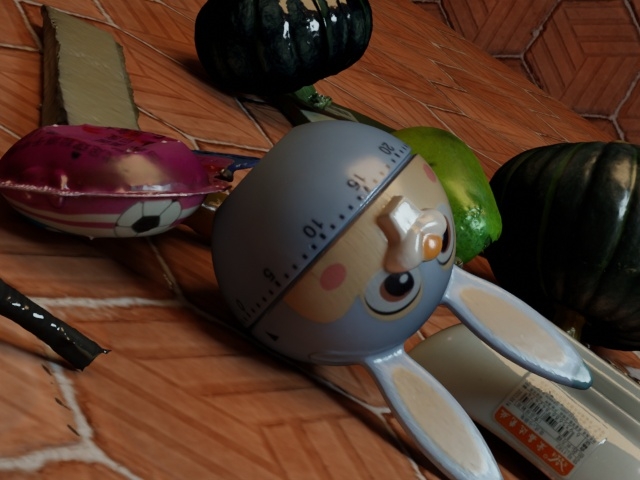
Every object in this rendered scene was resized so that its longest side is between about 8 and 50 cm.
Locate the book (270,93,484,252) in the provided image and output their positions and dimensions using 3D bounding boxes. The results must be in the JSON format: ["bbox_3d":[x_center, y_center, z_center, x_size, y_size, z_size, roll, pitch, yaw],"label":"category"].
[{"bbox_3d":[0.073,-0.080,1.611,0.201,0.026,0.289,21,18,-33],"label":"book"}]

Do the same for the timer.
[{"bbox_3d":[0.047,0.026,0.947,0.255,0.175,0.175,32,14,20],"label":"timer"}]

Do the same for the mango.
[{"bbox_3d":[0.092,-0.039,1.336,0.100,0.119,0.178,33,8,-37],"label":"mango"}]

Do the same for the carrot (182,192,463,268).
[{"bbox_3d":[0.000,0.000,1.152,0.336,0.069,0.069,12,24,-44],"label":"carrot"}]

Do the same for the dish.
[{"bbox_3d":[0.173,0.119,1.067,0.212,0.077,0.151,37,16,20],"label":"dish"}]

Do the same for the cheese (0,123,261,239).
[{"bbox_3d":[-0.121,-0.042,0.975,0.155,0.062,0.244,9,11,22],"label":"cheese"}]

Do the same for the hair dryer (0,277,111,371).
[{"bbox_3d":[-0.261,-0.033,0.751,0.359,0.120,0.303,36,-3,-24],"label":"hair dryer"}]

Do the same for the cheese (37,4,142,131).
[{"bbox_3d":[-0.190,-0.121,1.223,0.085,0.034,0.400,30,15,-22],"label":"cheese"}]

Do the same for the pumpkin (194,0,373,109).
[{"bbox_3d":[-0.040,-0.223,1.581,0.194,0.150,0.194,14,11,-3],"label":"pumpkin"}]

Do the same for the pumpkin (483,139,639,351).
[{"bbox_3d":[0.258,0.009,1.367,0.250,0.216,0.250,23,-16,7],"label":"pumpkin"}]
